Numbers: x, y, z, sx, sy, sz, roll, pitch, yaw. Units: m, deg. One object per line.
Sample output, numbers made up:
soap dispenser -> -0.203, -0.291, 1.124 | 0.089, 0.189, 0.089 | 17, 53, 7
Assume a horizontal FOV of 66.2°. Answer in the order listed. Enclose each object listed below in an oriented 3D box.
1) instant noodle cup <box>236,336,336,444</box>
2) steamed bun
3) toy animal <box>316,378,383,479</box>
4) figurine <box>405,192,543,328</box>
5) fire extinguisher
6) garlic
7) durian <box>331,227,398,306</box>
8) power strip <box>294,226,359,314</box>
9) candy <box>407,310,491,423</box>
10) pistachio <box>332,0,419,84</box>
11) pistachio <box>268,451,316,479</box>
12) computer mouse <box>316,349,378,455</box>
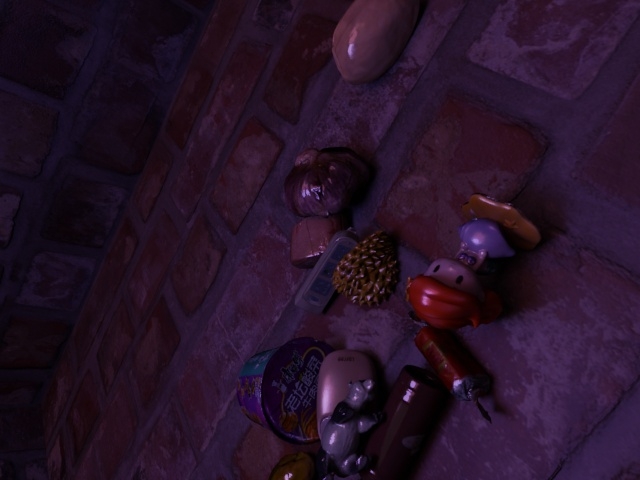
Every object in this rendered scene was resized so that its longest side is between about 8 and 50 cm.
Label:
instant noodle cup -> -0.084, 0.372, 1.238 | 0.190, 0.251, 0.251 | -19, 63, 54
steamed bun -> 0.000, 0.000, 1.358 | 0.175, 0.106, 0.144 | -17, 59, 29
toy animal -> 0.060, 0.397, 1.034 | 0.121, 0.094, 0.225 | 177, 111, -77
figurine -> 0.281, 0.066, 0.929 | 0.181, 0.208, 0.257 | 38, 78, 7
fire extinguisher -> 0.165, 0.444, 1.033 | 0.138, 0.102, 0.343 | 25, 98, 15
garlic -> 0.008, -0.173, 1.320 | 0.245, 0.160, 0.245 | -18, 32, 12
durian -> 0.107, 0.074, 1.209 | 0.183, 0.165, 0.132 | -26, 24, 15
power strip -> 0.022, 0.085, 1.284 | 0.285, 0.080, 0.048 | -59, 16, 28
candy -> 0.261, 0.242, 0.993 | 0.059, 0.086, 0.292 | -62, 41, 25
pistachio -> 0.146, -0.568, 1.335 | 0.299, 0.188, 0.187 | -53, 44, 14
pistachio -> -0.087, 0.619, 1.247 | 0.100, 0.110, 0.189 | 36, 107, 15
computer mouse -> 0.063, 0.373, 1.139 | 0.145, 0.082, 0.236 | 1, 74, 9
